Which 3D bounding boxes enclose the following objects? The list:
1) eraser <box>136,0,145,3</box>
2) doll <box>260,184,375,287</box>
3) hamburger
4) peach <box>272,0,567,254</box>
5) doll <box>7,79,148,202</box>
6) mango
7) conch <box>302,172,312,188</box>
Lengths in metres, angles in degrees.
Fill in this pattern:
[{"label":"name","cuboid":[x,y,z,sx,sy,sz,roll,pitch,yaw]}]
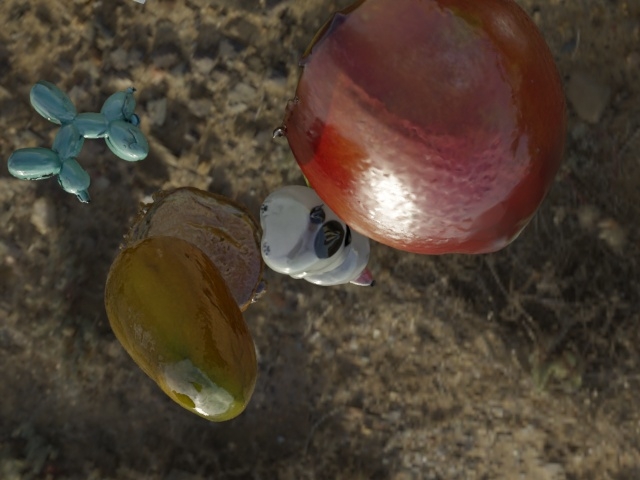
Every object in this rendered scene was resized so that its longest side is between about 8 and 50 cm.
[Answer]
[{"label":"eraser","cuboid":[-0.279,-0.380,1.653,0.122,0.029,0.052,39,109,34]},{"label":"doll","cuboid":[-0.005,-0.001,1.469,0.107,0.110,0.181,-11,161,20]},{"label":"hamburger","cuboid":[-0.224,0.029,1.988,0.261,0.211,0.245,-33,95,-6]},{"label":"peach","cuboid":[0.089,-0.135,1.136,0.281,0.281,0.338,-21,140,23]},{"label":"doll","cuboid":[-0.289,-0.129,1.450,0.159,0.159,0.059,24,169,-13]},{"label":"mango","cuboid":[-0.135,0.086,1.161,0.119,0.317,0.176,-34,116,-4]},{"label":"conch","cuboid":[0.056,-0.126,1.872,0.187,0.181,0.124,35,157,6]}]
